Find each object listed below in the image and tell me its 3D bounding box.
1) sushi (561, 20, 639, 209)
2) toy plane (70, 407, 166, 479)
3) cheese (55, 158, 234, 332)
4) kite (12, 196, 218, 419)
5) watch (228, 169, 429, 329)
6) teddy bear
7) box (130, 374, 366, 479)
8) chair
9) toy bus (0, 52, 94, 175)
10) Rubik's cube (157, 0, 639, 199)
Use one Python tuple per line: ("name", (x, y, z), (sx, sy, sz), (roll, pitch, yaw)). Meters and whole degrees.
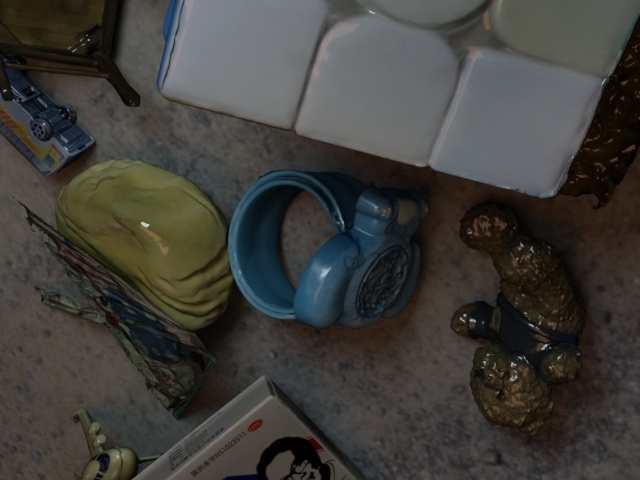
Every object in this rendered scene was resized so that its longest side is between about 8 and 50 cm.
("sushi", (0.274, -0.154, 1.046), (0.147, 0.115, 0.212), (31, 118, 5))
("toy plane", (-0.285, 0.322, 1.383), (0.256, 0.104, 0.241), (-43, 55, 45))
("cheese", (-0.211, 0.012, 1.260), (0.226, 0.117, 0.214), (20, 136, 24))
("kite", (-0.246, 0.098, 1.289), (0.368, 0.014, 0.406), (13, 141, 42))
("watch", (0.000, 0.000, 1.182), (0.193, 0.211, 0.210), (27, 119, 30))
("teddy bear", (0.230, 0.089, 1.157), (0.129, 0.182, 0.251), (-5, 112, -18))
("box", (-0.135, 0.352, 1.306), (0.353, 0.069, 0.214), (-40, 116, 2))
("chair", (-0.320, -0.279, 1.194), (0.186, 0.319, 0.160), (-2, 120, -29))
("toy bus", (-0.372, -0.163, 1.291), (0.190, 0.064, 0.075), (45, 123, -3))
("Rubik's cube", (0.073, -0.286, 0.886), (0.347, 0.344, 0.346), (15, 116, -12))
